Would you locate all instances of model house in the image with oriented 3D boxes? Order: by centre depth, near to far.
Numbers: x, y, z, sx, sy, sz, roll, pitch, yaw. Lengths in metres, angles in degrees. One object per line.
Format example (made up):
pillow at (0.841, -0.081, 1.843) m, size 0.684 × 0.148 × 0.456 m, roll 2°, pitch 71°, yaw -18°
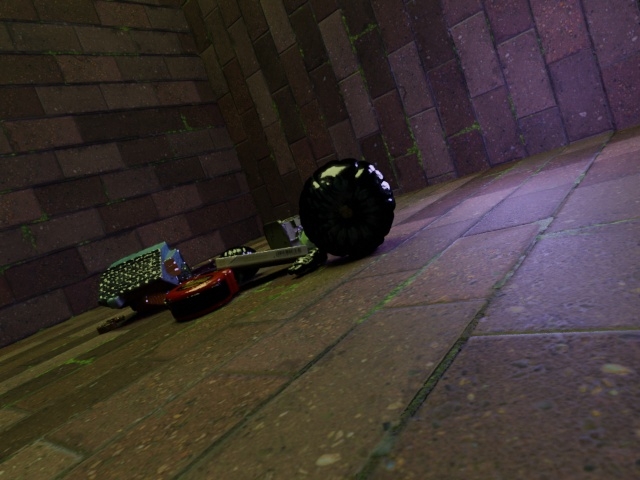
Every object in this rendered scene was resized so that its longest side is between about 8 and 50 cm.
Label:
model house at (-0.825, 0.213, 2.032) m, size 0.359 × 0.298 × 0.339 m, roll -21°, pitch 14°, yaw -2°
model house at (-0.124, -0.046, 2.269) m, size 0.278 × 0.205 × 0.218 m, roll -26°, pitch 10°, yaw -34°

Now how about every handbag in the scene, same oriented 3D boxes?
handbag at (-0.712, 0.194, 2.469) m, size 0.203 × 0.074 × 0.216 m, roll -33°, pitch -5°, yaw 39°

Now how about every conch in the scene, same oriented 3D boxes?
conch at (-0.017, -0.010, 1.956) m, size 0.143 × 0.137 × 0.250 m, roll -19°, pitch 6°, yaw 11°

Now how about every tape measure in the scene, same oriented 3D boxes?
tape measure at (-0.451, 0.206, 1.602) m, size 0.253 × 0.114 × 0.260 m, roll -16°, pitch 11°, yaw 23°

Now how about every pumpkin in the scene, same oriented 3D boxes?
pumpkin at (0.097, -0.115, 1.570) m, size 0.363 × 0.364 × 0.266 m, roll -19°, pitch 6°, yaw 3°
pumpkin at (-0.368, 0.102, 1.951) m, size 0.194 × 0.194 × 0.150 m, roll -23°, pitch 46°, yaw -28°

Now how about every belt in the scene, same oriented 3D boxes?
belt at (-0.957, 0.390, 1.925) m, size 0.083 × 0.036 × 0.059 m, roll -21°, pitch 13°, yaw -11°

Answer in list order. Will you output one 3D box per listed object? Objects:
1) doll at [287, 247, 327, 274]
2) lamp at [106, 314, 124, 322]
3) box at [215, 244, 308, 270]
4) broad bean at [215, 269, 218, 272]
doll at (-0.038, 0.077, 1.633) m, size 0.091 × 0.067 × 0.219 m, roll -10°, pitch 17°, yaw 42°
lamp at (-1.000, 0.388, 2.097) m, size 0.083 × 0.031 × 0.063 m, roll -18°, pitch 6°, yaw -21°
box at (-0.243, 0.082, 1.783) m, size 0.364 × 0.051 × 0.204 m, roll -9°, pitch -8°, yaw -11°
broad bean at (-0.504, 0.149, 2.480) m, size 0.206 × 0.072 × 0.153 m, roll -38°, pitch 11°, yaw -29°
